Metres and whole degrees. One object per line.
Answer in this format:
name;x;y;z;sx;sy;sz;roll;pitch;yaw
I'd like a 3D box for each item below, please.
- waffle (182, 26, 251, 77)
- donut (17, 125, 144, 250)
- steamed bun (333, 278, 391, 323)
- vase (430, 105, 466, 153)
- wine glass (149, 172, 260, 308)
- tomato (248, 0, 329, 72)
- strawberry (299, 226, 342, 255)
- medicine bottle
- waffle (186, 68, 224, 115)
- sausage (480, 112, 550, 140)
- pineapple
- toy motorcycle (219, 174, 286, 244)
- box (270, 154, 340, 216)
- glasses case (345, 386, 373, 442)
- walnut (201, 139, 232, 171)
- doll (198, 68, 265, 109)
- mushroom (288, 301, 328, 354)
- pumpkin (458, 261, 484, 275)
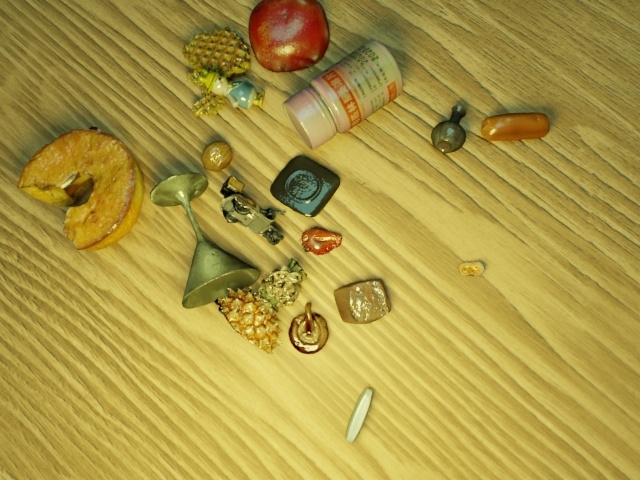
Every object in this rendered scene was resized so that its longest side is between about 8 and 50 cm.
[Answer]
waffle;-0.397;-0.722;1.542;0.238;0.058;0.243;-32;74;-14
donut;-0.809;-0.183;1.444;0.378;0.163;0.435;-40;78;-5
steamed bun;0.141;0.205;1.338;0.175;0.106;0.144;-15;79;-1
vase;0.466;-0.401;1.427;0.120;0.120;0.183;22;67;7
wine glass;-0.404;-0.009;1.343;0.267;0.267;0.406;-27;77;-1
tomato;-0.126;-0.812;1.518;0.338;0.143;0.338;-1;81;6
strawberry;0.000;-0.001;1.413;0.152;0.048;0.103;-9;83;5
medicine bottle;0.076;-0.504;1.409;0.388;0.219;0.219;-34;80;-3
waffle;-0.440;-0.568;1.539;0.149;0.051;0.194;0;81;0
sausage;0.688;-0.404;1.418;0.238;0.098;0.098;-3;80;2
pineapple;-0.152;0.181;1.285;0.262;0.262;0.271;43;84;10
toy motorcycle;-0.224;-0.092;1.364;0.263;0.157;0.091;36;127;-25
box;-0.057;-0.199;1.454;0.212;0.042;0.201;34;86;9
glasses case;0.125;0.562;1.295;0.045;0.067;0.178;22;82;9
walnut;-0.381;-0.307;1.468;0.124;0.105;0.105;-39;80;0
doll;-0.328;-0.556;1.480;0.241;0.099;0.135;20;85;-19
mushroom;-0.040;0.293;1.349;0.135;0.080;0.170;3;79;-8
pumpkin;0.514;0.097;1.371;0.083;0.028;0.050;2;78;13
